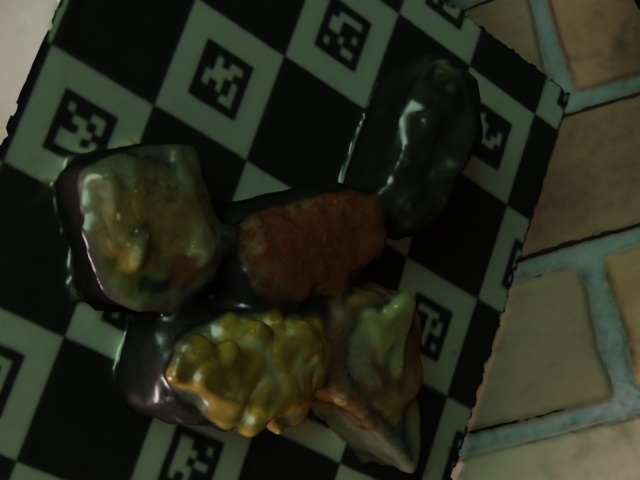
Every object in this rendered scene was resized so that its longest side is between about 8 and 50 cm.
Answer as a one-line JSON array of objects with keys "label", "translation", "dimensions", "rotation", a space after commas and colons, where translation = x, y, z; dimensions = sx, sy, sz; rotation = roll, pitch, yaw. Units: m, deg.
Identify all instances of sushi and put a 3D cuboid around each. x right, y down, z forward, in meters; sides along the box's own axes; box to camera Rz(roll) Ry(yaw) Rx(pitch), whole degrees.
[{"label": "sushi", "translation": [0.000, 0.000, 0.747], "dimensions": [0.064, 0.343, 0.359], "rotation": [-1, 65, 50]}]

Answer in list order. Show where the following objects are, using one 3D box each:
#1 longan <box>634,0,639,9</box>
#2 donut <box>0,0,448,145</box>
[{"label": "longan", "translation": [0.279, -0.224, 0.771], "dimensions": [0.243, 0.300, 0.300], "rotation": [-5, 57, -28]}, {"label": "donut", "translation": [-0.095, -0.124, 0.951], "dimensions": [0.383, 0.142, 0.382], "rotation": [-8, 65, 18]}]
